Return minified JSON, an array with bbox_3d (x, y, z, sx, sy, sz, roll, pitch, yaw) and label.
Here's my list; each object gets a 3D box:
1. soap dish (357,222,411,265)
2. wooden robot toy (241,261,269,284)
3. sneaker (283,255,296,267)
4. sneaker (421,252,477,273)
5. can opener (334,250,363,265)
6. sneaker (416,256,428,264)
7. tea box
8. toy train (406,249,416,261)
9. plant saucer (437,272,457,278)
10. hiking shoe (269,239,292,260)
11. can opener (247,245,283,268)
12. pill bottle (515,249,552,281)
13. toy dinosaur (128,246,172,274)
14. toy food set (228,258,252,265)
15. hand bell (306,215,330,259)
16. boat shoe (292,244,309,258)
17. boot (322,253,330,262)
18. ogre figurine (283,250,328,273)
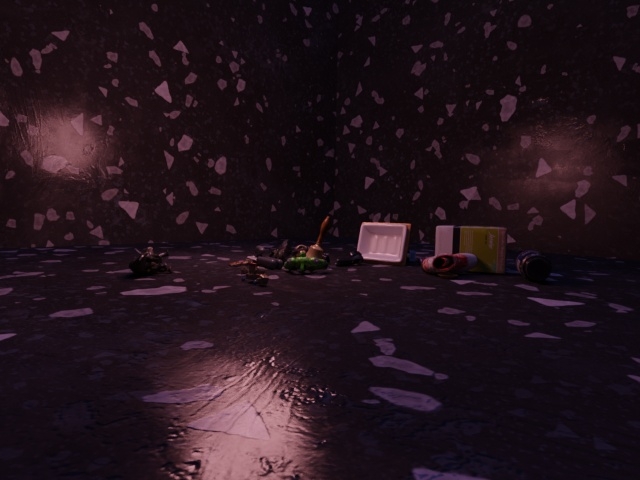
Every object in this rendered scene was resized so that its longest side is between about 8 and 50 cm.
[{"bbox_3d":[0.348,0.021,2.242,0.290,0.229,0.118,4,-12,33],"label":"soap dish"},{"bbox_3d":[-0.231,0.126,1.557,0.079,0.076,0.173,12,-3,-39],"label":"wooden robot toy"},{"bbox_3d":[-0.151,0.105,1.980,0.089,0.051,0.170,4,5,-35],"label":"sneaker"},{"bbox_3d":[0.600,0.102,1.844,0.269,0.090,0.145,-5,-8,-5],"label":"sneaker"},{"bbox_3d":[0.148,0.104,2.110,0.186,0.059,0.073,-14,39,-37],"label":"can opener"},{"bbox_3d":[0.550,0.108,2.235,0.066,0.042,0.118,5,6,4],"label":"sneaker"},{"bbox_3d":[0.765,0.035,2.079,0.323,0.220,0.329,4,4,23],"label":"tea box"},{"bbox_3d":[0.455,0.083,2.360,0.105,0.080,0.184,10,-4,-35],"label":"toy train"},{"bbox_3d":[0.546,0.153,1.771,0.083,0.015,0.083,2,4,0],"label":"plant saucer"},{"bbox_3d":[-0.220,0.060,2.214,0.114,0.086,0.227,-16,12,8],"label":"hiking shoe"},{"bbox_3d":[-0.275,0.086,2.008,0.074,0.093,0.280,0,9,-33],"label":"can opener"},{"bbox_3d":[0.907,0.109,1.748,0.122,0.123,0.219,3,4,18],"label":"pill bottle"},{"bbox_3d":[-0.704,0.098,1.672,0.160,0.121,0.313,-11,10,-5],"label":"toy dinosaur"},{"bbox_3d":[-0.399,0.114,2.019,0.122,0.019,0.077,-11,11,-37],"label":"toy food set"},{"bbox_3d":[0.000,0.000,1.980,0.126,0.242,0.126,21,5,-2],"label":"hand bell"},{"bbox_3d":[-0.099,0.069,2.207,0.102,0.093,0.285,-1,3,-5],"label":"boat shoe"},{"bbox_3d":[0.005,0.094,2.182,0.099,0.045,0.121,24,-20,25],"label":"boot"},{"bbox_3d":[-0.069,0.102,1.813,0.196,0.097,0.118,17,-12,10],"label":"ogre figurine"}]
